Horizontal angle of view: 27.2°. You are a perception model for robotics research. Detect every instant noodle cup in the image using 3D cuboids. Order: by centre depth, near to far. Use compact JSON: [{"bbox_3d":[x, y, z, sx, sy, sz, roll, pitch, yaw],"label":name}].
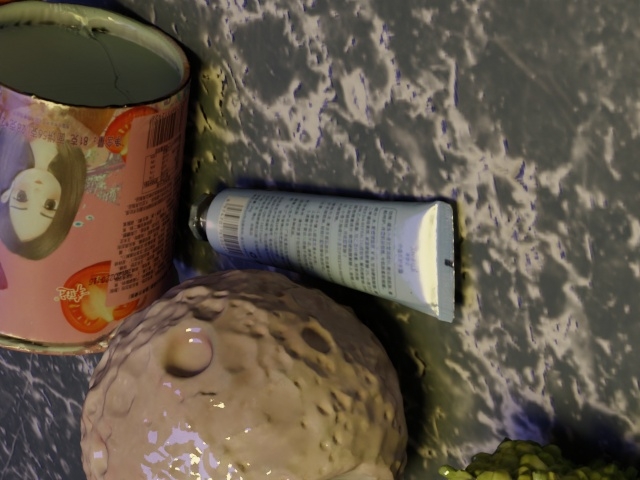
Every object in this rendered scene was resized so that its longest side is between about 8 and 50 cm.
[{"bbox_3d":[-0.223,-0.061,1.142,0.243,0.243,0.231,36,128,31],"label":"instant noodle cup"}]

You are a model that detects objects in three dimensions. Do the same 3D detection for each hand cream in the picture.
[{"bbox_3d":[0.000,0.000,1.056,0.271,0.058,0.091,10,105,42],"label":"hand cream"}]

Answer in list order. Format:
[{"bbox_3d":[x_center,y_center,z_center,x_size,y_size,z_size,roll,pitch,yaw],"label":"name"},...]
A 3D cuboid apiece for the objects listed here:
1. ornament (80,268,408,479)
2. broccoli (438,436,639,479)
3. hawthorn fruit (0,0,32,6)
[{"bbox_3d":[-0.062,0.143,1.044,0.225,0.259,0.259,53,142,33],"label":"ornament"},{"bbox_3d":[0.134,0.262,0.886,0.263,0.243,0.247,-19,82,46],"label":"broccoli"},{"bbox_3d":[-0.270,-0.326,1.120,0.165,0.165,0.285,43,125,25],"label":"hawthorn fruit"}]
